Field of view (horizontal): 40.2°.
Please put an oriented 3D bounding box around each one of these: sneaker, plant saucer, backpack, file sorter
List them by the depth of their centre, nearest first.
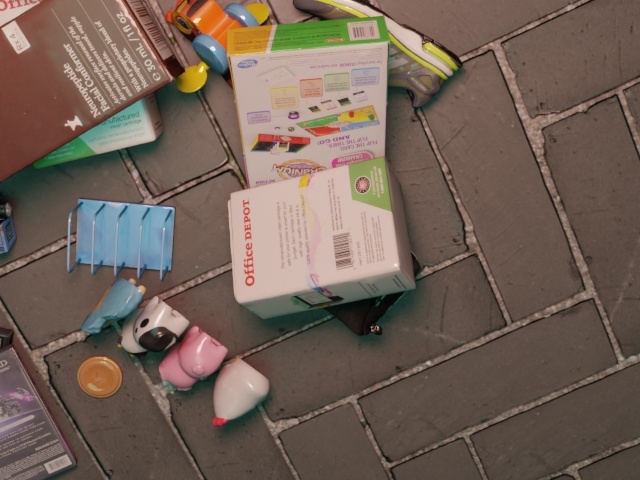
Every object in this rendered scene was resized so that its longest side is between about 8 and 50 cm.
[{"bbox_3d":[0.083,-0.320,1.452,0.300,0.111,0.121,28,107,-8],"label":"sneaker"},{"bbox_3d":[-0.346,0.002,1.520,0.170,0.104,0.118,5,106,-5],"label":"file sorter"},{"bbox_3d":[0.086,0.062,1.551,0.152,0.115,0.182,37,103,-26],"label":"backpack"},{"bbox_3d":[-0.413,0.256,1.635,0.083,0.013,0.083,-1,105,-3],"label":"plant saucer"}]

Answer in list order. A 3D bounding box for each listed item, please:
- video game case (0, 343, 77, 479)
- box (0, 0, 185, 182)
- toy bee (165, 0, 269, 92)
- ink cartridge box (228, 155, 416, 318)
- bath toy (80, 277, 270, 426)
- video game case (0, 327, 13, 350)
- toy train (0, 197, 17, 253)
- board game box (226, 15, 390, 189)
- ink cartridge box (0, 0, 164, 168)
[{"bbox_3d":[-0.599,0.345,1.615,0.196,0.026,0.274,-23,111,-6],"label":"video game case"},{"bbox_3d":[-0.419,-0.234,1.307,0.381,0.143,0.191,-29,104,8],"label":"box"},{"bbox_3d":[-0.171,-0.348,1.426,0.195,0.162,0.298,-30,122,-26],"label":"toy bee"},{"bbox_3d":[0.000,0.000,1.454,0.278,0.117,0.201,-13,66,15],"label":"ink cartridge box"},{"bbox_3d":[-0.251,0.210,1.569,0.348,0.151,0.129,39,80,-19],"label":"bath toy"},{"bbox_3d":[-0.724,0.253,1.609,0.275,0.035,0.248,13,104,-7],"label":"video game case"},{"bbox_3d":[-0.623,-0.025,1.515,0.184,0.080,0.105,-5,112,-1],"label":"toy train"},{"bbox_3d":[-0.014,-0.206,1.409,0.242,0.064,0.316,-5,142,-2],"label":"board game box"},{"bbox_3d":[-0.400,-0.286,1.427,0.211,0.121,0.289,-14,106,1],"label":"ink cartridge box"}]
